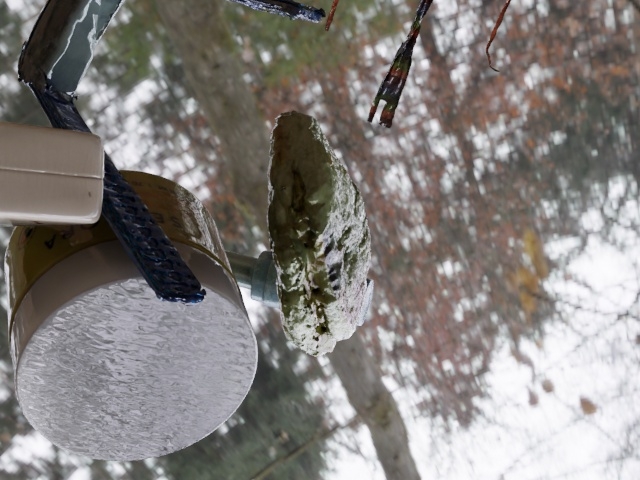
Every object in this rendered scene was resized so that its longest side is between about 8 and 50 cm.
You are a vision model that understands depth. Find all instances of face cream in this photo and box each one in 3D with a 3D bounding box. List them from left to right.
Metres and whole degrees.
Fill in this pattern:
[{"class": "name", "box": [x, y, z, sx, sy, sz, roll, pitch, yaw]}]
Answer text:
[{"class": "face cream", "box": [-0.184, 0.068, 1.118, 0.218, 0.218, 0.179, -26, -142, 1]}]

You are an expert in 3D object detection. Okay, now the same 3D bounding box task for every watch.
[{"class": "watch", "box": [-0.159, -0.113, 1.039, 0.274, 0.068, 0.276, 23, -93, 29]}]

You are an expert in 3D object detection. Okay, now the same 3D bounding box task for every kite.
[{"class": "kite", "box": [0.089, -0.202, 0.926, 0.198, 0.244, 0.006, 12, -160, -9]}]

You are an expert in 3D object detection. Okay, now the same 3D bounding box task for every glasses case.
[{"class": "glasses case", "box": [-0.337, -0.052, 1.035, 0.336, 0.144, 0.076, 0, -92, 46]}]

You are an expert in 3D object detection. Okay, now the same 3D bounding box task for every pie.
[{"class": "pie", "box": [0.000, 0.000, 1.177, 0.090, 0.248, 0.201, -4, -136, 11]}]

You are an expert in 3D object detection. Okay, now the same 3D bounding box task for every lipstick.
[{"class": "lipstick", "box": [-0.074, 0.042, 1.444, 0.274, 0.061, 0.068, 14, -78, 12]}]
